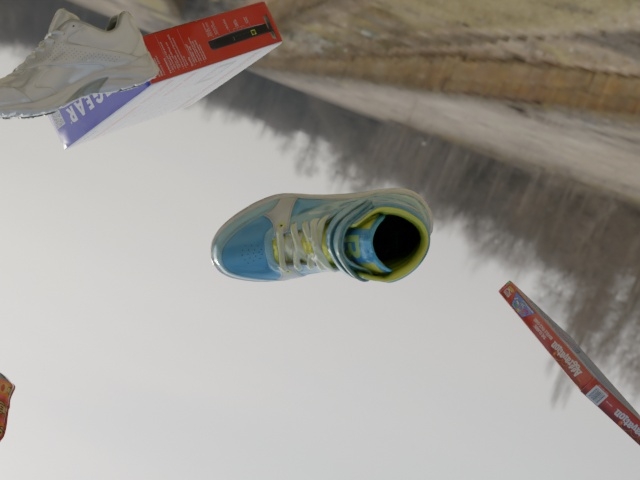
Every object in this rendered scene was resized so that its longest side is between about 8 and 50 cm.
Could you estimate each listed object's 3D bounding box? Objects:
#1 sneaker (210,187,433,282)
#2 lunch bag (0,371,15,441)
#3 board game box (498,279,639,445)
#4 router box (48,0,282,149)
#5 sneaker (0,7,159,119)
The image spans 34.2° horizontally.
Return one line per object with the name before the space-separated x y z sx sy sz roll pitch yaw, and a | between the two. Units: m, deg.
sneaker | 0.000 0.000 1.398 0.319 0.127 0.208 -12 -171 2
lunch bag | -0.655 0.261 1.744 0.258 0.120 0.293 34 -173 -16
board game box | 0.334 0.159 1.368 0.145 0.027 0.281 42 -171 -23
router box | -0.279 -0.290 1.843 0.301 0.082 0.335 -27 -177 -41
sneaker | -0.319 -0.217 1.258 0.232 0.115 0.090 -23 -166 -26
